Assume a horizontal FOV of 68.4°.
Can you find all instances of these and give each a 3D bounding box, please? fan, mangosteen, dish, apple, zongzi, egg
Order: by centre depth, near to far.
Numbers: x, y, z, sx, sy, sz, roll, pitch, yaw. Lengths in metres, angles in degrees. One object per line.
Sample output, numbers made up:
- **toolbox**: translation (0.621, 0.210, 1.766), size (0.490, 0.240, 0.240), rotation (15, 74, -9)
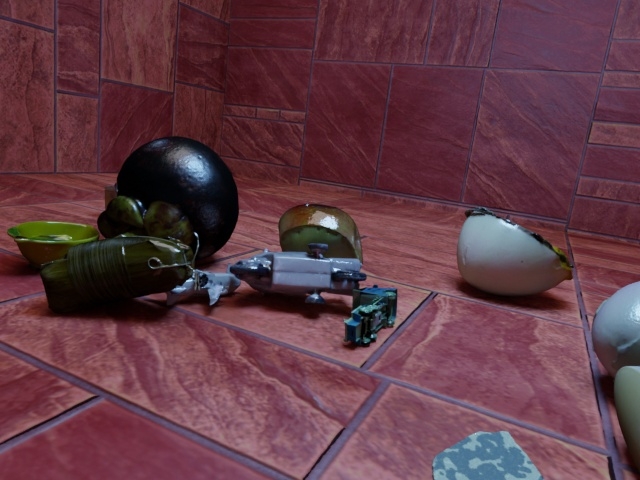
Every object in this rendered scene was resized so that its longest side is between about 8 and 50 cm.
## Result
- **fan**: translation (0.174, 0.248, 0.456), size (0.131, 0.009, 0.240), rotation (9, 12, 12)
- **egg**: translation (0.505, 0.147, 0.697), size (0.217, 0.183, 0.183), rotation (2, 13, -35)
- **zongzi**: translation (-0.325, 0.035, 0.846), size (0.247, 0.111, 0.241), rotation (-10, 12, -2)
- **dish**: translation (-0.543, 0.015, 0.963), size (0.148, 0.080, 0.207), rotation (13, 12, 10)
- **mangosteen**: translation (-0.344, -0.080, 1.081), size (0.313, 0.297, 0.297), rotation (-32, 21, -8)
- **apple**: translation (0.000, 0.000, 1.120), size (0.188, 0.174, 0.207), rotation (-11, -33, 4)
- **egg**: translation (0.453, 0.058, 1.158), size (0.286, 0.174, 0.264), rotation (28, 3, -25)

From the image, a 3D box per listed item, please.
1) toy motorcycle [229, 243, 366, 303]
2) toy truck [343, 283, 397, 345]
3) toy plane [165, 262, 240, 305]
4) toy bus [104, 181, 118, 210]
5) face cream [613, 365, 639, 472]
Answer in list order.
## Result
- **toy motorcycle**: translation (-0.045, 0.065, 0.933), size (0.260, 0.110, 0.171), rotation (3, -5, -7)
- **toy truck**: translation (0.075, 0.131, 0.830), size (0.081, 0.067, 0.175), rotation (7, 14, 28)
- **toy plane**: translation (-0.220, 0.082, 0.885), size (0.162, 0.066, 0.171), rotation (14, 18, 42)
- **toy bus**: translation (-0.506, -0.098, 1.372), size (0.342, 0.138, 0.097), rotation (14, 13, 35)
- **face cream**: translation (0.508, 0.222, 0.542), size (0.348, 0.081, 0.174), rotation (5, 37, -10)
